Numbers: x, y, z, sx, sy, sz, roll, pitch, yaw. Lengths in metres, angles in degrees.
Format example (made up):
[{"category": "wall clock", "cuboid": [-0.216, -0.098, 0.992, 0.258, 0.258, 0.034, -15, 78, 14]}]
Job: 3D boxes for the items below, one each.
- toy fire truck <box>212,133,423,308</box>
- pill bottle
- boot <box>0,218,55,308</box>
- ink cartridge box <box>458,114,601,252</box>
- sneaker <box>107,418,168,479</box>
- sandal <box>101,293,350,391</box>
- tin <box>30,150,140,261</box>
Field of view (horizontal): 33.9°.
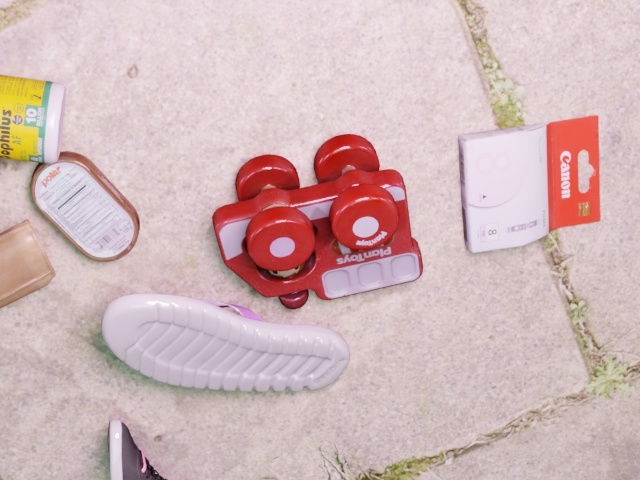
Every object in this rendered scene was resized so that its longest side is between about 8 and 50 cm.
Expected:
[{"category": "toy fire truck", "cuboid": [0.000, 0.000, 1.597, 0.302, 0.169, 0.254, -14, 130, -2]}, {"category": "pill bottle", "cuboid": [-0.469, -0.176, 1.471, 0.208, 0.117, 0.118, 7, 109, -11]}, {"category": "boot", "cuboid": [-0.522, 0.107, 1.575, 0.269, 0.089, 0.236, -29, 154, -15]}, {"category": "ink cartridge box", "cuboid": [0.338, -0.090, 1.659, 0.232, 0.066, 0.189, -7, 111, -1]}, {"category": "sneaker", "cuboid": [-0.266, 0.406, 1.734, 0.146, 0.105, 0.296, -10, 118, -6]}, {"category": "sandal", "cuboid": [-0.152, 0.155, 1.660, 0.416, 0.102, 0.169, 17, 123, -27]}, {"category": "tin", "cuboid": [-0.353, -0.050, 1.581, 0.106, 0.040, 0.190, -41, 111, 3]}]
